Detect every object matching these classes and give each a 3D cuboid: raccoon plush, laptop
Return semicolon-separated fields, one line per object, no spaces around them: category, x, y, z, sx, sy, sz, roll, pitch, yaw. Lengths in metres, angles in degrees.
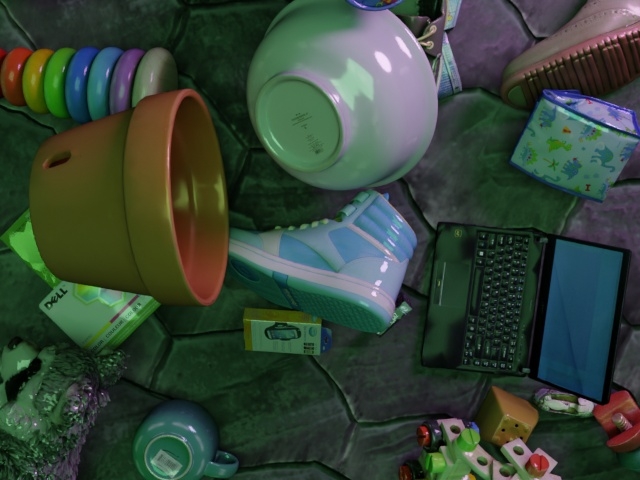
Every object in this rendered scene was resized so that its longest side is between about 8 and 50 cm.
raccoon plush;-0.371;0.335;1.382;0.299;0.216;0.446;-19;124;18
laptop;0.298;0.105;1.364;0.264;0.136;0.234;6;96;1

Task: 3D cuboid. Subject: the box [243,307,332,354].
box;-0.050;0.142;1.416;0.136;0.028;0.081;3;138;0

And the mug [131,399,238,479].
mug;-0.216;0.322;1.429;0.158;0.097;0.129;-9;96;4

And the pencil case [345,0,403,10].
pencil case;0.019;-0.413;1.237;0.133;0.306;0.119;1;121;-26

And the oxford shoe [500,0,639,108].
oxford shoe;0.436;-0.322;1.333;0.397;0.140;0.146;-24;64;10

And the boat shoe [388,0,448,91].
boat shoe;0.125;-0.313;1.283;0.109;0.091;0.305;3;97;2

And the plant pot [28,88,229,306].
plant pot;-0.256;-0.049;1.229;0.204;0.291;0.290;-5;97;7

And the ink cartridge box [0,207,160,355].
ink cartridge box;-0.358;0.031;1.402;0.189;0.097;0.255;-44;94;6

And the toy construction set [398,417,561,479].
toy construction set;0.209;0.392;1.351;0.151;0.215;0.327;12;128;-29

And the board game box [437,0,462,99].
board game box;0.138;-0.299;1.361;0.194;0.060;0.194;-19;96;5

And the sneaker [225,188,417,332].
sneaker;0.000;0.000;1.385;0.319;0.127;0.208;20;65;22

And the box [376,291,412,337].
box;0.108;0.113;1.399;0.067;0.083;0.018;-43;93;5

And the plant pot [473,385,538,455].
plant pot;0.290;0.286;1.412;0.081;0.083;0.081;25;97;0

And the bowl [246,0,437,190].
bowl;0.002;-0.185;1.270;0.298;0.134;0.297;17;126;26

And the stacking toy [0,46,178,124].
stacking toy;-0.388;-0.234;1.358;0.330;0.141;0.141;8;97;5

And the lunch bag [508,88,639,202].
lunch bag;0.368;-0.144;1.335;0.151;0.096;0.128;16;125;-5

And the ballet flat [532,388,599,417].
ballet flat;0.391;0.258;1.427;0.114;0.041;0.041;8;97;1

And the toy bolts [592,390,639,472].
toy bolts;0.551;0.294;1.359;0.228;0.218;0.158;-35;115;22
